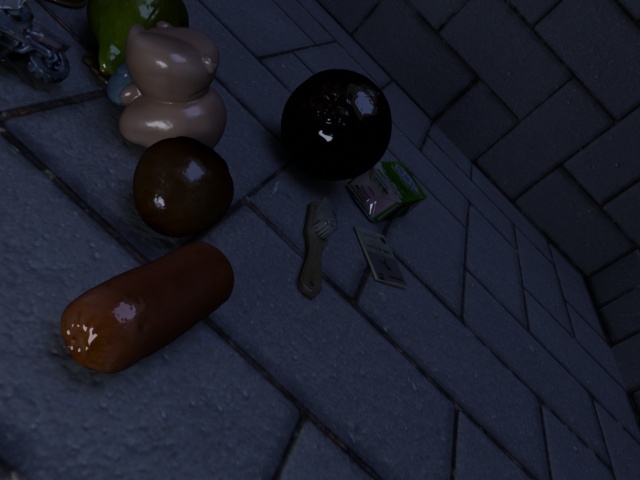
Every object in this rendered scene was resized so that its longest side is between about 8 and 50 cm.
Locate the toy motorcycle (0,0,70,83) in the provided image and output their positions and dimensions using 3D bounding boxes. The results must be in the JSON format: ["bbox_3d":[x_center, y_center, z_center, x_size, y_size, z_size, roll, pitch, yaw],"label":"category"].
[{"bbox_3d":[-0.518,-0.387,0.786,0.239,0.108,0.204,48,32,-63],"label":"toy motorcycle"}]

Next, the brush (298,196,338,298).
[{"bbox_3d":[0.000,0.000,1.094,0.070,0.065,0.327,38,32,-21],"label":"brush"}]

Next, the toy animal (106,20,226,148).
[{"bbox_3d":[-0.266,-0.276,0.907,0.229,0.221,0.210,46,38,-9],"label":"toy animal"}]

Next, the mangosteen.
[{"bbox_3d":[0.040,-0.287,1.297,0.297,0.313,0.297,3,55,-4],"label":"mangosteen"}]

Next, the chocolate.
[{"bbox_3d":[-0.233,-0.079,0.810,0.177,0.177,0.176,33,33,-24],"label":"chocolate"}]

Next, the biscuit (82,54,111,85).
[{"bbox_3d":[-0.435,-0.342,0.983,0.082,0.016,0.092,4,49,-52],"label":"biscuit"}]

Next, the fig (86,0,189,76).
[{"bbox_3d":[-0.392,-0.438,0.998,0.206,0.206,0.275,33,46,-24],"label":"fig"}]

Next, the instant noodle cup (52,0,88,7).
[{"bbox_3d":[-0.555,-0.630,1.011,0.216,0.172,0.216,33,33,-25],"label":"instant noodle cup"}]

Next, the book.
[{"bbox_3d":[0.159,0.043,1.293,0.127,0.014,0.181,18,40,-41],"label":"book"}]

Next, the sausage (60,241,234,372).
[{"bbox_3d":[-0.222,0.084,0.658,0.113,0.113,0.259,49,29,2],"label":"sausage"}]

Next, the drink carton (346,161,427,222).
[{"bbox_3d":[0.204,-0.156,1.497,0.161,0.108,0.271,57,30,11],"label":"drink carton"}]
